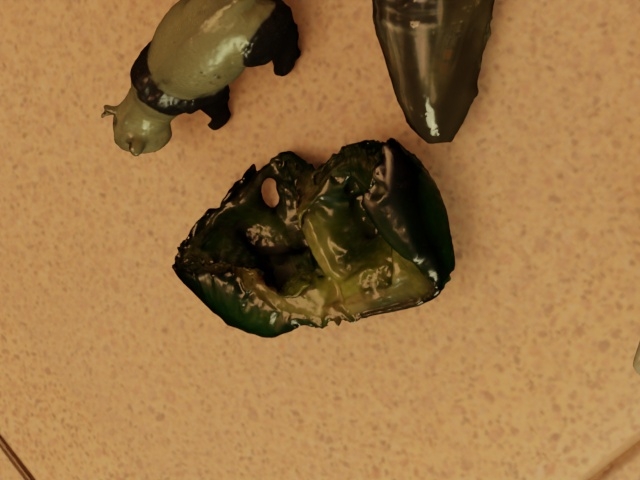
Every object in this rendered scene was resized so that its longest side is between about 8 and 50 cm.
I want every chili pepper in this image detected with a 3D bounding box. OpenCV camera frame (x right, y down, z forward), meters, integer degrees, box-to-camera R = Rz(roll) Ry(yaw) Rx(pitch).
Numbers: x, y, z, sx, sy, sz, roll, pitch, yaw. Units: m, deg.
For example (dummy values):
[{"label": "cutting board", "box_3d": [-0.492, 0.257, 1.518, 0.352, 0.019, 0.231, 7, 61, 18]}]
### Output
[{"label": "chili pepper", "box_3d": [0.001, -0.002, 1.217, 0.264, 0.116, 0.148, -18, 106, 34]}]

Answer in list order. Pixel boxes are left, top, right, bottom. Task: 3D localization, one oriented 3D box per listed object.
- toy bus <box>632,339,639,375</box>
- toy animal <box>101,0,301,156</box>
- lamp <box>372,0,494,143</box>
[{"label": "toy bus", "box_3d": [0.300, 0.032, 1.051, 0.089, 0.087, 0.194, 28, 116, 26]}, {"label": "toy animal", "box_3d": [-0.102, -0.153, 1.216, 0.225, 0.121, 0.094, -36, 85, 35]}, {"label": "lamp", "box_3d": [0.087, -0.194, 1.103, 0.101, 0.101, 0.250, 11, 112, 28]}]
